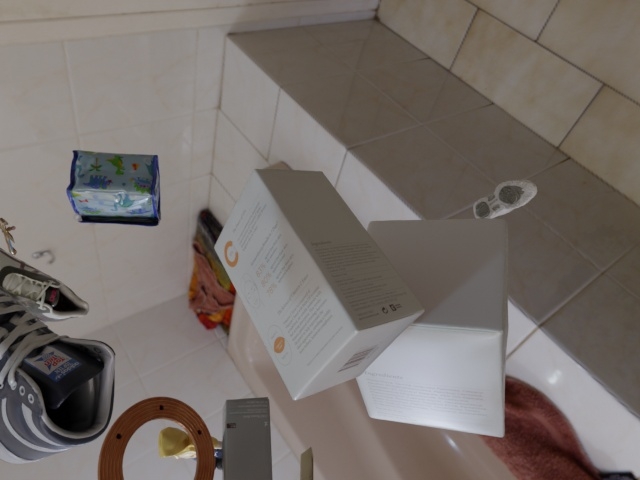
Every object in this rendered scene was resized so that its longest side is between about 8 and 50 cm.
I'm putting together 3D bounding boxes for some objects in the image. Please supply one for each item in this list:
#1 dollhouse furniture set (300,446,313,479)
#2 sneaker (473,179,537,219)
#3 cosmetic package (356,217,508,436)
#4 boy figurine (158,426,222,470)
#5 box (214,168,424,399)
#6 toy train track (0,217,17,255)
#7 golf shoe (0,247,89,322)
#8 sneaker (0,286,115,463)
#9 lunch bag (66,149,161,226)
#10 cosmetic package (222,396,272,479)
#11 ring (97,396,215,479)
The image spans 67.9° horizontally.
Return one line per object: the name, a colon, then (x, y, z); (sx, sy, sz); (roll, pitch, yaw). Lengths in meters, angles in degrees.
dollhouse furniture set: (0.007, 0.371, 0.745); (0.114, 0.081, 0.090); (-92, -4, -54)
sneaker: (0.592, -0.135, 1.492); (0.232, 0.115, 0.090); (-32, 75, 61)
cosmetic package: (0.266, 0.199, 1.122); (0.328, 0.329, 0.393); (1, 132, 23)
boy figurine: (-0.385, 0.637, 1.453); (0.285, 0.178, 0.092); (56, -158, -51)
box: (-0.020, 0.064, 0.856); (0.345, 0.168, 0.215); (57, 131, 27)
toy train track: (-0.467, -0.006, 0.716); (0.048, 0.014, 0.083); (41, 139, 12)
golf shoe: (-0.531, 0.075, 0.840); (0.120, 0.105, 0.273); (4, 159, 17)
sneaker: (-0.312, 0.093, 0.466); (0.153, 0.099, 0.282); (-19, 106, 30)
lunch bag: (-0.331, -0.071, 0.782); (0.151, 0.129, 0.096); (125, 145, -62)
cosmetic package: (-0.201, 0.560, 1.288); (0.107, 0.127, 0.237); (115, 151, -51)
ring: (-0.421, 0.583, 1.247); (0.032, 0.337, 0.336); (-29, 84, 31)
